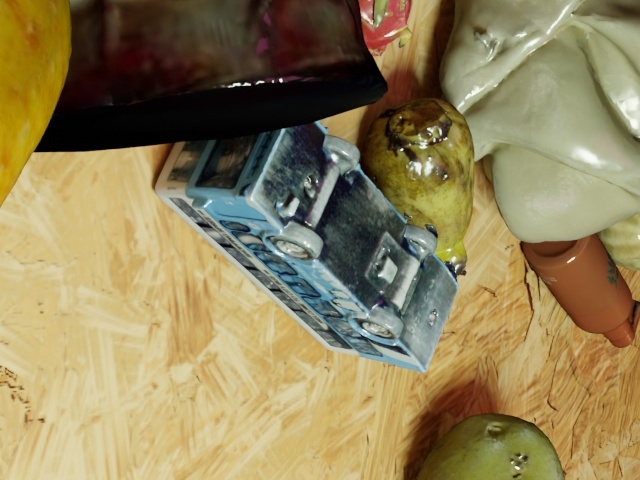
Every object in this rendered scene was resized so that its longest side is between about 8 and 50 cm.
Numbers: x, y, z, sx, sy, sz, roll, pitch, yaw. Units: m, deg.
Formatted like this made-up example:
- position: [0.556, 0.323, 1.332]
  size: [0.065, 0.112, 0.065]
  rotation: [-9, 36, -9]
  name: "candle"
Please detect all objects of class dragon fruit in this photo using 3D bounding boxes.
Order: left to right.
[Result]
- position: [0.039, -0.218, 1.151]
  size: [0.086, 0.081, 0.116]
  rotation: [-5, 101, -41]
  name: "dragon fruit"

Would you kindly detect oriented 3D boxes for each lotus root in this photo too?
- position: [0.100, -0.048, 1.254]
  size: [0.108, 0.094, 0.191]
  rotation: [-31, 132, -18]
  name: "lotus root"

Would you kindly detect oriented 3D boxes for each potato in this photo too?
- position: [0.171, 0.302, 1.347]
  size: [0.174, 0.159, 0.251]
  rotation: [-7, 111, -27]
  name: "potato"

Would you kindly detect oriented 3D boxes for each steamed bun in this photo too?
- position: [0.289, -0.173, 1.340]
  size: [0.342, 0.255, 0.368]
  rotation: [18, 83, -55]
  name: "steamed bun"

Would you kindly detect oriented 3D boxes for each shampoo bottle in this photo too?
- position: [0.315, 0.054, 1.549]
  size: [0.244, 0.085, 0.085]
  rotation: [45, 61, -46]
  name: "shampoo bottle"

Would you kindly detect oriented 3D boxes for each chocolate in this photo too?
- position: [-0.099, -0.164, 0.848]
  size: [0.283, 0.283, 0.186]
  rotation: [-4, 88, -52]
  name: "chocolate"

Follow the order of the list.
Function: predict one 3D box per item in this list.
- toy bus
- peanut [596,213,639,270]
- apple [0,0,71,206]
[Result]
- position: [0.000, 0.000, 1.095]
  size: [0.297, 0.131, 0.106]
  rotation: [45, 61, -45]
  name: "toy bus"
- position: [0.448, -0.057, 1.645]
  size: [0.325, 0.153, 0.140]
  rotation: [-21, 98, -41]
  name: "peanut"
- position: [-0.268, -0.092, 0.615]
  size: [0.275, 0.299, 0.299]
  rotation: [34, 67, -24]
  name: "apple"
